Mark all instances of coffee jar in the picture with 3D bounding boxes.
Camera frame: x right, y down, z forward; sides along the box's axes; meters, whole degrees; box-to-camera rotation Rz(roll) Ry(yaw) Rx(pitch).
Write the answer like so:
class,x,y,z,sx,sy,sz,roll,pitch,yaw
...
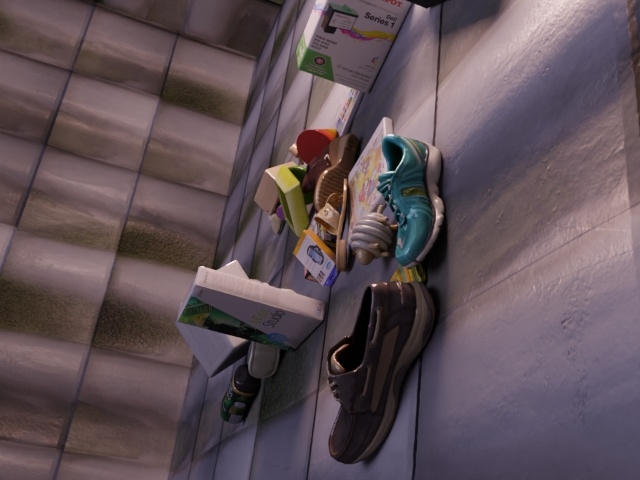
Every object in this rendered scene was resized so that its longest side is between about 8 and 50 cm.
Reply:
class,x,y,z,sx,sy,sz,roll,pitch,yaw
coffee jar,-0.249,0.474,2.157,0.096,0.079,0.184,-97,27,-54

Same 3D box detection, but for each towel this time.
class,x,y,z,sx,sy,sz,roll,pitch,yaw
towel,0.128,0.124,1.282,0.102,0.021,0.237,-95,25,-54

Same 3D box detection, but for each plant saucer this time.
class,x,y,z,sx,sy,sz,roll,pitch,yaw
plant saucer,-0.080,-0.100,1.972,0.188,0.045,0.188,-126,20,-62

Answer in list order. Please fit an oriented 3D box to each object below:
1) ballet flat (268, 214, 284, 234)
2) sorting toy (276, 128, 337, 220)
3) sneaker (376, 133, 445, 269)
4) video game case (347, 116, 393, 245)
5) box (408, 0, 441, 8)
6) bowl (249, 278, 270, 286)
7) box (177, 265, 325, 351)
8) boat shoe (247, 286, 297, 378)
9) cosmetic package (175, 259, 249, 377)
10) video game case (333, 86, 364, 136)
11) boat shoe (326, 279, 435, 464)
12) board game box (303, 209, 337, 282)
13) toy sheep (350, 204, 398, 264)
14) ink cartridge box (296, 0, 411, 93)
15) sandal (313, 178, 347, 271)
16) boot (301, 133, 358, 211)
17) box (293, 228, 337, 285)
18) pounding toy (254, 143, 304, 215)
class,x,y,z,sx,sy,sz,roll,pitch,yaw
ballet flat,-0.139,-0.136,2.361,0.086,0.086,0.248,-102,31,-59
sorting toy,-0.028,-0.204,2.065,0.126,0.127,0.365,-48,-10,-45
sneaker,0.145,-0.072,1.224,0.107,0.110,0.275,-42,35,45
video game case,0.112,-0.132,1.579,0.206,0.026,0.227,122,158,-46
box,0.249,-0.592,1.402,0.261,0.103,0.184,-150,79,-74
bowl,-0.190,0.183,2.182,0.170,0.080,0.170,42,148,33
box,-0.177,0.178,1.734,0.232,0.322,0.058,127,157,-54
boat shoe,-0.137,0.240,1.928,0.099,0.116,0.319,-102,26,-53
cosmetic package,-0.310,0.259,2.195,0.230,0.161,0.453,56,153,8
video game case,0.080,-0.380,1.945,0.143,0.019,0.157,-103,33,-60
boat shoe,0.070,0.217,1.187,0.132,0.130,0.355,-117,44,-68
board game box,0.000,0.000,1.803,0.170,0.048,0.141,-93,22,-49
toy sheep,0.105,-0.011,1.383,0.132,0.091,0.091,-65,11,-20
ink cartridge box,0.082,-0.540,1.748,0.117,0.201,0.278,-95,26,-51
sandal,0.023,-0.042,1.632,0.088,0.079,0.240,83,-172,-65
boot,0.009,-0.150,1.808,0.207,0.090,0.248,-28,35,58
box,-0.004,0.046,1.699,0.136,0.028,0.081,46,131,21
pounding toy,-0.089,-0.197,2.197,0.094,0.181,0.206,44,131,21
